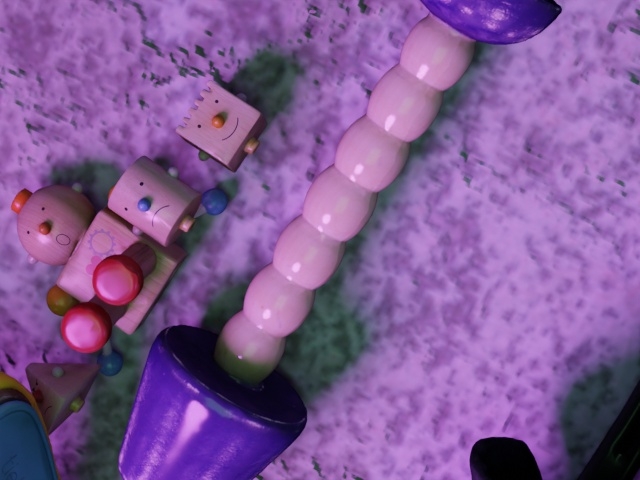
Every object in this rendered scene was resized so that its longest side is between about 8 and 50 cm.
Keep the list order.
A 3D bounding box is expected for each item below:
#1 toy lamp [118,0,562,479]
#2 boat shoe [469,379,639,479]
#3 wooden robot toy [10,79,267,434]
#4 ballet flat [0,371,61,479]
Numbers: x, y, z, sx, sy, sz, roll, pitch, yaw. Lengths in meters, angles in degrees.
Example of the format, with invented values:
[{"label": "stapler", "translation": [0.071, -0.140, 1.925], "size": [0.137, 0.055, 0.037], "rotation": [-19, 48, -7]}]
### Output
[{"label": "toy lamp", "translation": [0.000, 0.000, 0.711], "size": [0.080, 0.080, 0.275], "rotation": [31, 105, -4]}, {"label": "boat shoe", "translation": [0.105, 0.158, 0.696], "size": [0.156, 0.187, 0.500], "rotation": [39, 99, 0]}, {"label": "wooden robot toy", "translation": [-0.101, -0.003, 0.726], "size": [0.079, 0.076, 0.173], "rotation": [35, 104, 6]}, {"label": "ballet flat", "translation": [-0.146, 0.146, 0.758], "size": [0.077, 0.077, 0.231], "rotation": [18, 132, 34]}]
